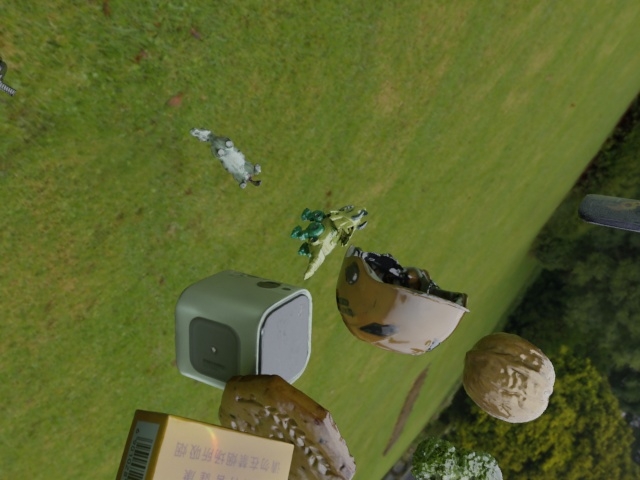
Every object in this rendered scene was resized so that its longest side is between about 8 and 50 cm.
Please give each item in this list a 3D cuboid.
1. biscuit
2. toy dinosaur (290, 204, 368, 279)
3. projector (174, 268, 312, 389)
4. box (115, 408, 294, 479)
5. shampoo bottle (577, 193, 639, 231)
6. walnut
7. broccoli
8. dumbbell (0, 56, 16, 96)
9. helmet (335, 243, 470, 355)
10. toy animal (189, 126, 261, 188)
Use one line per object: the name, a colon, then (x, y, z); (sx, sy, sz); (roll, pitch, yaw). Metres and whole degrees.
biscuit: (-0.083, 0.437, 1.263); (0.046, 0.359, 0.359); (-43, 166, -48)
toy dinosaur: (0.000, 0.000, 1.355); (0.259, 0.153, 0.094); (-52, 129, -36)
projector: (-0.186, 0.230, 1.452); (0.248, 0.249, 0.248); (-23, 120, -57)
box: (-0.203, 0.491, 0.868); (0.264, 0.115, 0.416); (31, 62, -39)
shampoo bottle: (0.663, -0.049, 1.203); (0.087, 0.233, 0.049); (-39, 129, -34)
walnut: (0.432, 0.316, 1.353); (0.213, 0.213, 0.213); (-43, 163, -16)
broccoli: (0.318, 0.631, 1.356); (0.186, 0.254, 0.302); (-32, -138, 59)
dumbbell: (-0.619, -0.310, 0.984); (0.099, 0.208, 0.099); (-45, -155, 28)
helmet: (0.110, 0.102, 0.873); (0.224, 0.198, 0.130); (-135, -117, -67)
toy animal: (-0.270, -0.253, 1.681); (0.090, 0.255, 0.170); (-41, 179, -3)
